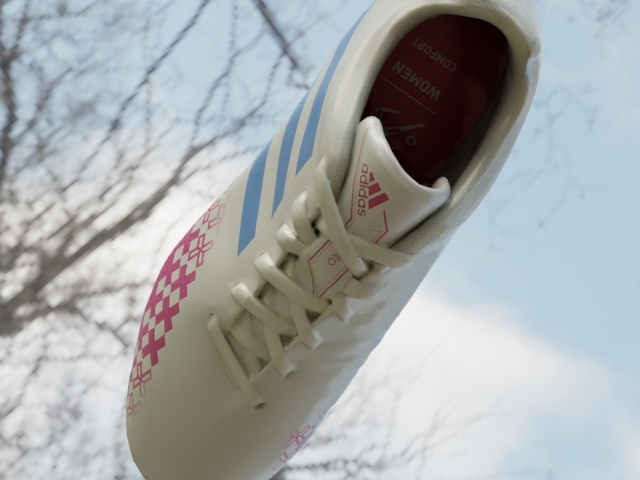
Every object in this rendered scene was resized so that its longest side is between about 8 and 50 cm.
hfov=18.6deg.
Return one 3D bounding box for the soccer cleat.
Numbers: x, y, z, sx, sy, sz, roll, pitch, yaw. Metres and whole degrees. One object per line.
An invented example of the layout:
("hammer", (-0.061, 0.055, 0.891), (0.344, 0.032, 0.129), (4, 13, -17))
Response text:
("soccer cleat", (0.000, 0.000, 0.989), (0.116, 0.143, 0.331), (31, -83, -9))
